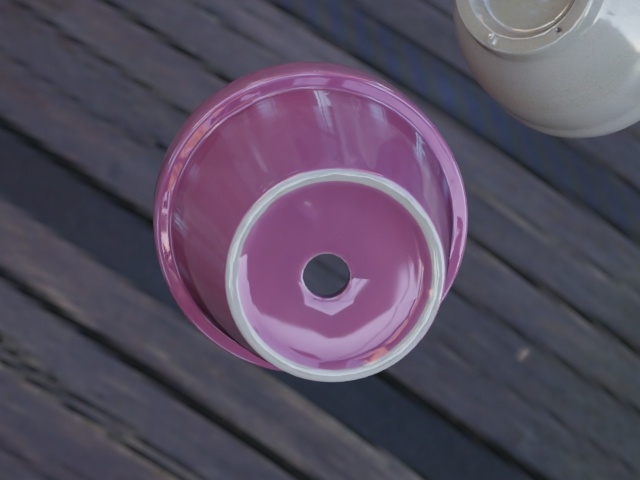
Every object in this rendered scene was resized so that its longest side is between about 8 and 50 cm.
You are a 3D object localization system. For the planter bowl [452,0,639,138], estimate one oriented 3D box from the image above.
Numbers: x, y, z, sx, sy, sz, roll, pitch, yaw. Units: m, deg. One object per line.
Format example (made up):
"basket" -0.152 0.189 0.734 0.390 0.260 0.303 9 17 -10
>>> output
"planter bowl" 0.151 -0.154 1.223 0.162 0.162 0.109 57 19 23

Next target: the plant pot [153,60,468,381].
"plant pot" 0.000 0.000 1.181 0.201 0.201 0.180 21 11 -11
